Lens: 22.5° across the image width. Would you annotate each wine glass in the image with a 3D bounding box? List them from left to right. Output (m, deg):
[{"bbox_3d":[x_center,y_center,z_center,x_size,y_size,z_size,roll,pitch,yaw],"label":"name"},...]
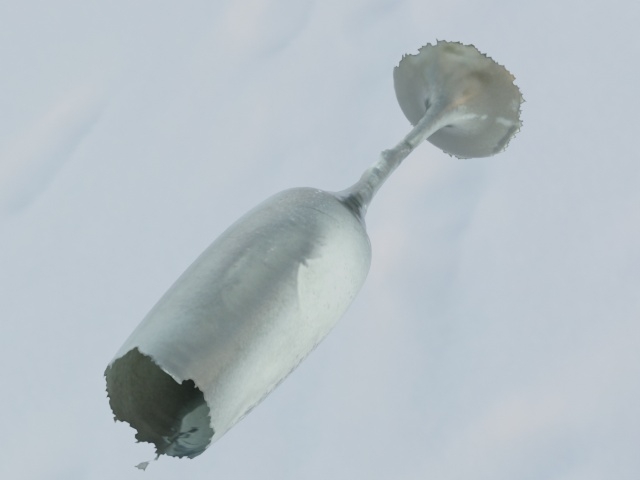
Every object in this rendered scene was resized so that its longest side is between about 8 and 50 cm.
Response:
[{"bbox_3d":[0.000,0.000,0.683,0.074,0.074,0.262,8,37,33],"label":"wine glass"}]
